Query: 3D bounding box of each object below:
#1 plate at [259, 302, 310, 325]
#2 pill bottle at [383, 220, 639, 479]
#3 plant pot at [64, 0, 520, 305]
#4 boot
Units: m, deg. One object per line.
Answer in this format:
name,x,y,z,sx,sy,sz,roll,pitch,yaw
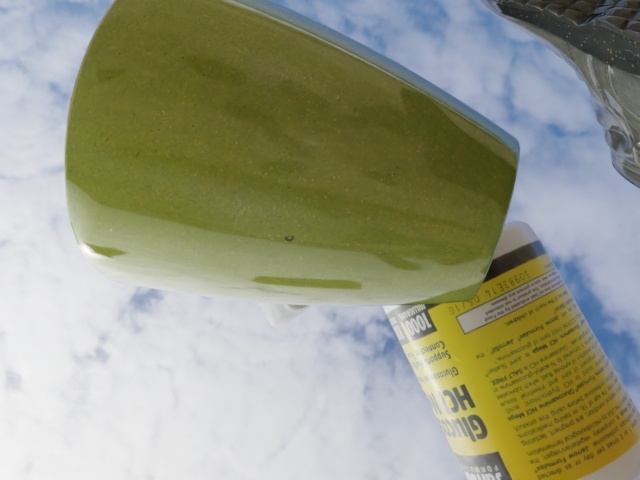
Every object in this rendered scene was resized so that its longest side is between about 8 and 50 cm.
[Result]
plate,0.000,0.000,0.878,0.277,0.278,0.045,-33,-135,-14
pill bottle,0.215,0.164,0.563,0.187,0.188,0.334,-22,-103,-16
plant pot,0.001,-0.056,0.449,0.293,0.275,0.275,15,-116,10
boot,0.188,-0.106,0.347,0.083,0.161,0.247,-32,-139,9
